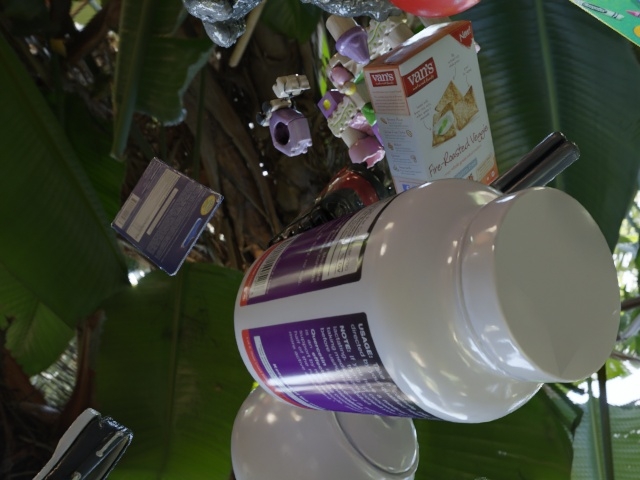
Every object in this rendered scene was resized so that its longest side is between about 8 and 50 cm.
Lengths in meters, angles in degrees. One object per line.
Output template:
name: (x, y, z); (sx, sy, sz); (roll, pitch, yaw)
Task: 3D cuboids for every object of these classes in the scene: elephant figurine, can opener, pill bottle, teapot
elephant figurine: (-0.043, -0.344, 0.699); (0.240, 0.186, 0.169); (-13, -115, 22)
can opener: (0.378, -0.092, 1.149); (0.280, 0.093, 0.074); (-45, -136, 15)
pill bottle: (0.067, 0.057, 0.499); (0.323, 0.181, 0.181); (-19, -147, 56)
teapot: (0.027, 0.238, 0.722); (0.187, 0.256, 0.252); (-45, -166, 24)

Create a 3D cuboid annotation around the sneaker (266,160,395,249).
sneaker: (0.000, 0.000, 0.788); (0.097, 0.276, 0.135); (49, -125, 6)

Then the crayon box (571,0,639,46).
crayon box: (0.362, -0.376, 0.723); (0.279, 0.081, 0.165); (26, -103, -12)

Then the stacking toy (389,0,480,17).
stacking toy: (-0.029, -0.226, 0.295); (0.141, 0.330, 0.141); (-41, -147, 34)

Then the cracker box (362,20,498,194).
cracker box: (0.156, -0.153, 0.788); (0.067, 0.232, 0.156); (13, -137, 46)

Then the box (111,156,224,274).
box: (-0.231, -0.037, 0.900); (0.225, 0.036, 0.136); (29, -94, 46)

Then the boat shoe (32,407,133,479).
boat shoe: (-0.401, 0.402, 0.898); (0.091, 0.114, 0.302); (22, -129, 5)

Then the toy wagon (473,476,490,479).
toy wagon: (0.247, 0.298, 0.418); (0.267, 0.344, 0.068); (27, -90, -1)

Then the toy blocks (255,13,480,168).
toy blocks: (0.115, -0.218, 1.027); (0.309, 0.288, 0.260); (-20, -107, -37)
